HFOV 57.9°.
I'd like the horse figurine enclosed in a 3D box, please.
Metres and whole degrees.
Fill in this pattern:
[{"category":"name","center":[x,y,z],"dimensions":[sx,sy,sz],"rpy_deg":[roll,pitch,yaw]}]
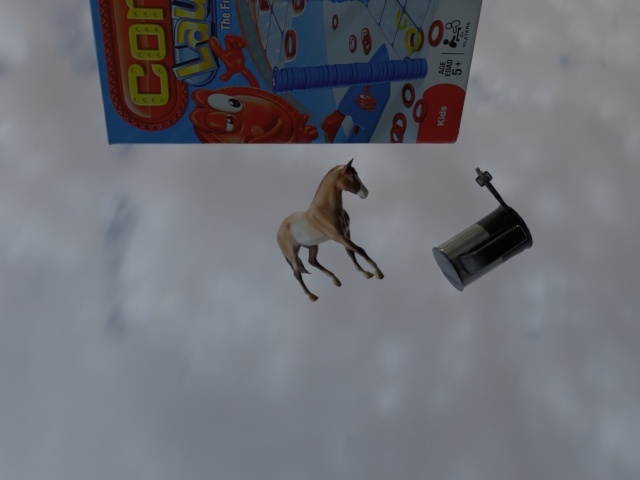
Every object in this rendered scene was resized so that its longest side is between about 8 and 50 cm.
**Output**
[{"category":"horse figurine","center":[0.000,0.000,0.915],"dimensions":[0.066,0.263,0.175],"rpy_deg":[-36,-83,-37]}]

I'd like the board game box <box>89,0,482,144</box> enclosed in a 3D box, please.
[{"category":"board game box","center":[-0.023,-0.232,0.453],"dimensions":[0.301,0.309,0.086],"rpy_deg":[-2,-150,-9]}]

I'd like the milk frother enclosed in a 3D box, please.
[{"category":"milk frother","center":[0.238,-0.019,0.905],"dimensions":[0.134,0.129,0.143],"rpy_deg":[-32,-107,-5]}]
